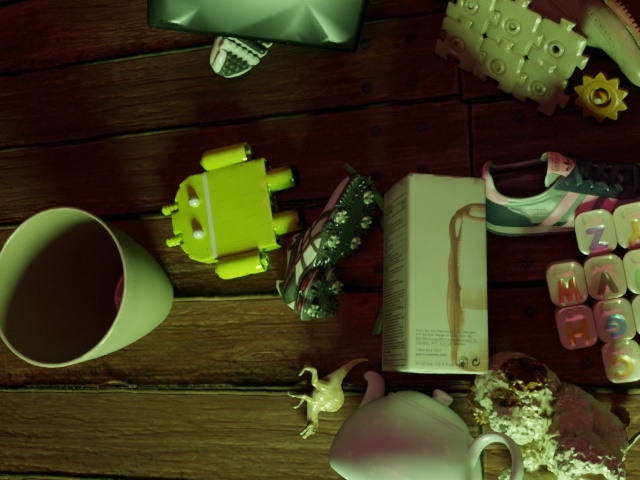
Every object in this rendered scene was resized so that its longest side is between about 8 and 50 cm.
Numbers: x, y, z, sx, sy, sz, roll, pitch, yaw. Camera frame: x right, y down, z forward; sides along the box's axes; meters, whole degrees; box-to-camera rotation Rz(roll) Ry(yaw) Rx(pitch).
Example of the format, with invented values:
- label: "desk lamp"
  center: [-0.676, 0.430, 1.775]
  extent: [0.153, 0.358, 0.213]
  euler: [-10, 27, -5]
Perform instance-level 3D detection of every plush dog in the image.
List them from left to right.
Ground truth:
- label: "plush dog"
  center: [0.332, 0.257, 1.109]
  extent: [0.225, 0.262, 0.210]
  euler: [42, 62, 9]

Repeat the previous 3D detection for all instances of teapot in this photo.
- label: "teapot"
  center: [0.152, 0.317, 1.132]
  extent: [0.256, 0.252, 0.187]
  euler: [31, 80, 7]

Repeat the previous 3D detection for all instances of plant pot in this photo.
- label: "plant pot"
  center: [-0.378, 0.090, 1.305]
  extent: [0.256, 0.274, 0.257]
  euler: [-3, 81, 18]

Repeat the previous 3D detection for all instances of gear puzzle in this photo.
- label: "gear puzzle"
  center: [0.351, -0.305, 1.207]
  extent: [0.339, 0.175, 0.044]
  euler: [35, 54, 19]

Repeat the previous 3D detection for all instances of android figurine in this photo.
- label: "android figurine"
  center: [-0.166, -0.053, 1.376]
  extent: [0.272, 0.056, 0.248]
  euler: [-10, 79, 14]

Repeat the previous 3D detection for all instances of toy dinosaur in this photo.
- label: "toy dinosaur"
  center: [0.005, 0.252, 1.289]
  extent: [0.092, 0.053, 0.183]
  euler: [34, 101, 3]

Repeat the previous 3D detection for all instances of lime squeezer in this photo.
- label: "lime squeezer"
  center: [0.118, 0.000, 1.288]
  extent: [0.110, 0.058, 0.311]
  euler: [-20, 76, 45]

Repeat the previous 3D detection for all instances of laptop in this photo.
- label: "laptop"
  center: [-0.090, -0.578, 1.270]
  extent: [0.381, 0.408, 0.236]
  euler: [5, 46, -9]

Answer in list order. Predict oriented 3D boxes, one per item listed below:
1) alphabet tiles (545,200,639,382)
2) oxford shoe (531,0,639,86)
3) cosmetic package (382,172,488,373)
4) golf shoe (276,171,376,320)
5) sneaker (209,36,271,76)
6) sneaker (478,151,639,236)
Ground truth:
- label: "alphabet tiles"
  center: [0.494, 0.077, 1.119]
  extent: [0.284, 0.021, 0.278]
  euler: [-12, 98, 15]
- label: "oxford shoe"
  center: [0.414, -0.357, 1.213]
  extent: [0.130, 0.123, 0.348]
  euler: [-41, 64, 16]
- label: "cosmetic package"
  center: [0.175, 0.058, 1.158]
  extent: [0.129, 0.153, 0.296]
  euler: [3, 81, -10]
- label: "golf shoe"
  center: [0.000, 0.000, 1.276]
  extent: [0.120, 0.105, 0.273]
  euler: [32, 103, 39]
- label: "sneaker"
  center: [-0.139, -0.447, 1.407]
  extent: [0.118, 0.110, 0.292]
  euler: [24, 88, 33]
- label: "sneaker"
  center: [0.400, -0.083, 1.149]
  extent: [0.318, 0.131, 0.112]
  euler: [-9, 52, 15]
